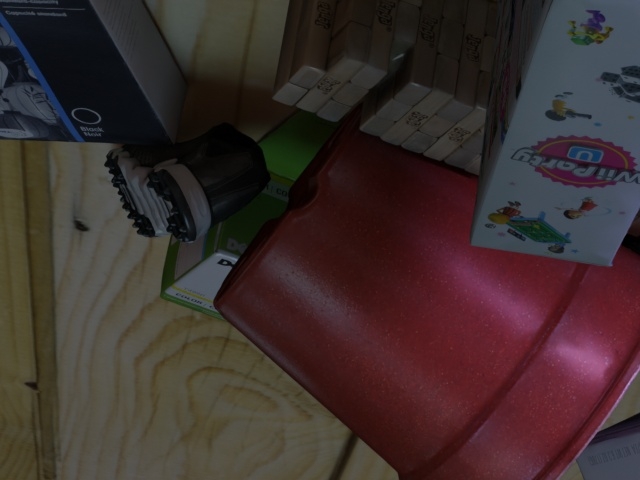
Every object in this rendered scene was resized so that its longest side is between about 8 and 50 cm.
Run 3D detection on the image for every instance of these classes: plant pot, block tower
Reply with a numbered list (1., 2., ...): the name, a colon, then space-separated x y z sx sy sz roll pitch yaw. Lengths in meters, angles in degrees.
1. plant pot: 0.080 0.047 1.414 0.265 0.272 0.272 37 151 -5
2. block tower: 0.140 -0.098 1.329 0.335 0.097 0.091 18 155 -18

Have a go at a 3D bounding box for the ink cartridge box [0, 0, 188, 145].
1. ink cartridge box: -0.221 -0.174 1.348 0.165 0.065 0.333 3 154 16

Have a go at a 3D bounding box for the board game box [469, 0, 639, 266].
1. board game box: 0.157 -0.150 1.056 0.097 0.224 0.303 8 156 -1

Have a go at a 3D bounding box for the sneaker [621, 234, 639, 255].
1. sneaker: 0.263 0.036 1.571 0.299 0.121 0.112 -10 119 39

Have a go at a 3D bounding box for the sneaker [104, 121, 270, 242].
1. sneaker: -0.103 -0.051 1.514 0.106 0.078 0.234 -26 -166 -16

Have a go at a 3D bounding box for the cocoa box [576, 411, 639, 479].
1. cocoa box: 0.426 0.192 1.487 0.347 0.228 0.231 -20 176 -36

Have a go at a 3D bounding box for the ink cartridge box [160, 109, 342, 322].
1. ink cartridge box: 0.000 0.000 1.590 0.188 0.097 0.255 21 154 -20
